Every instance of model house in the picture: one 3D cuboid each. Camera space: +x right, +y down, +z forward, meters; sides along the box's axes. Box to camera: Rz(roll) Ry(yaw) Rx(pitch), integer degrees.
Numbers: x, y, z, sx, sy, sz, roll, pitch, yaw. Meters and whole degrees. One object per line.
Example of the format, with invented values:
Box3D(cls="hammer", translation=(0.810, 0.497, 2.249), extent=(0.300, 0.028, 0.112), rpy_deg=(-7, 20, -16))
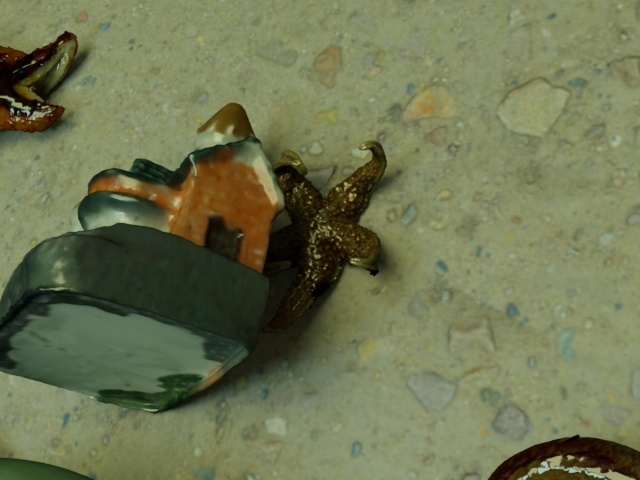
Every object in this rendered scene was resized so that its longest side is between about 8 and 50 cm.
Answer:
Box3D(cls="model house", translation=(-0.152, -0.017, 0.861), extent=(0.271, 0.190, 0.301), rpy_deg=(-41, 29, 57))

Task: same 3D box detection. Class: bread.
Box3D(cls="bread", translation=(-0.417, -0.185, 1.169), extent=(0.268, 0.095, 0.139), rpy_deg=(4, 72, 14))

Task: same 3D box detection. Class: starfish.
Box3D(cls="starfish", translation=(-0.001, 0.001, 0.876), extent=(0.146, 0.074, 0.190), rpy_deg=(5, 71, 30))

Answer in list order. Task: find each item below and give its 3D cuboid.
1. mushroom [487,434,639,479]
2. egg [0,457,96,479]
Box3D(cls="mushroom", translation=(0.189, 0.253, 0.646), extent=(0.194, 0.138, 0.231), rpy_deg=(13, 86, 17))
Box3D(cls="egg", translation=(-0.261, 0.313, 0.753), extent=(0.388, 0.276, 0.276), rpy_deg=(-1, 68, 29))
